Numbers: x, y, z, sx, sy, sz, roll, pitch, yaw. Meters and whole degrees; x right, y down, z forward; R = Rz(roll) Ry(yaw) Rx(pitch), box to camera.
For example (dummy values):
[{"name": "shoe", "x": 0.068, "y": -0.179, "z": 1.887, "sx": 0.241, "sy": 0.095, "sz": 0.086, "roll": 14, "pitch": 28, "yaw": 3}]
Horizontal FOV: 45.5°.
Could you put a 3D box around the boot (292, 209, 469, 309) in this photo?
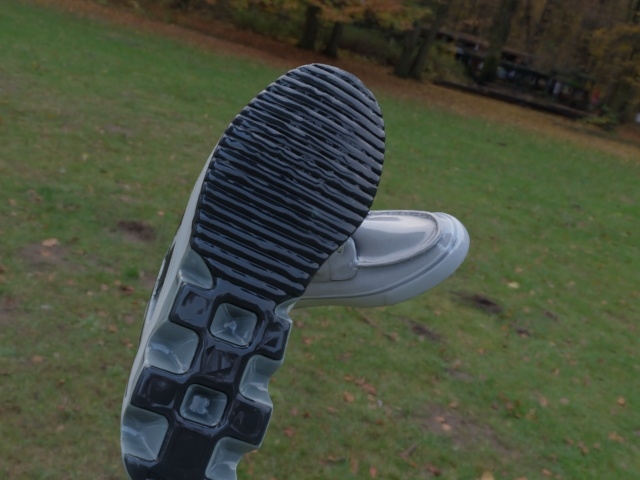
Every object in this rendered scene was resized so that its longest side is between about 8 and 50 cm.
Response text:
[{"name": "boot", "x": 0.000, "y": 0.000, "z": 0.724, "sx": 0.258, "sy": 0.095, "sz": 0.123, "roll": -14, "pitch": -43, "yaw": 29}]

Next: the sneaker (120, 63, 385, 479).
[{"name": "sneaker", "x": -0.066, "y": 0.019, "z": 0.577, "sx": 0.123, "sy": 0.330, "sz": 0.146, "roll": 30, "pitch": -13, "yaw": -16}]
